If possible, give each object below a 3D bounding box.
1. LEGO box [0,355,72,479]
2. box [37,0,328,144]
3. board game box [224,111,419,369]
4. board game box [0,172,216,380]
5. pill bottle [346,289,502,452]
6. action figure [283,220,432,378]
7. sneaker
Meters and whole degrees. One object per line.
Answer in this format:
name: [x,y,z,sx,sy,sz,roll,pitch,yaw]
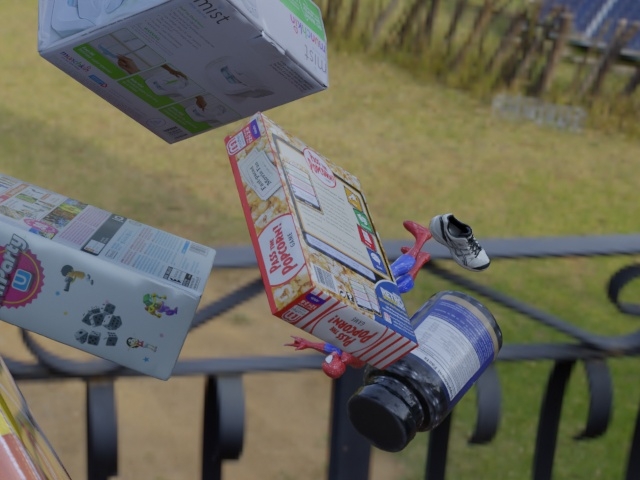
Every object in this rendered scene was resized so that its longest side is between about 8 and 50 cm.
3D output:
LEGO box: [-0.300,0.036,0.694,0.193,0.372,0.500,-31,73,-13]
box: [-0.153,-0.239,1.507,0.231,0.126,0.262,-18,-27,24]
board game box: [0.000,0.000,1.107,0.147,0.045,0.193,32,31,-44]
board game box: [-0.267,0.020,1.311,0.303,0.097,0.224,21,8,-4]
pill bottle: [0.134,0.172,1.718,0.123,0.122,0.219,20,46,33]
action figure: [0.045,0.082,1.886,0.139,0.091,0.280,18,50,17]
sneaker: [0.155,0.003,1.415,0.037,0.083,0.032,-28,27,57]
